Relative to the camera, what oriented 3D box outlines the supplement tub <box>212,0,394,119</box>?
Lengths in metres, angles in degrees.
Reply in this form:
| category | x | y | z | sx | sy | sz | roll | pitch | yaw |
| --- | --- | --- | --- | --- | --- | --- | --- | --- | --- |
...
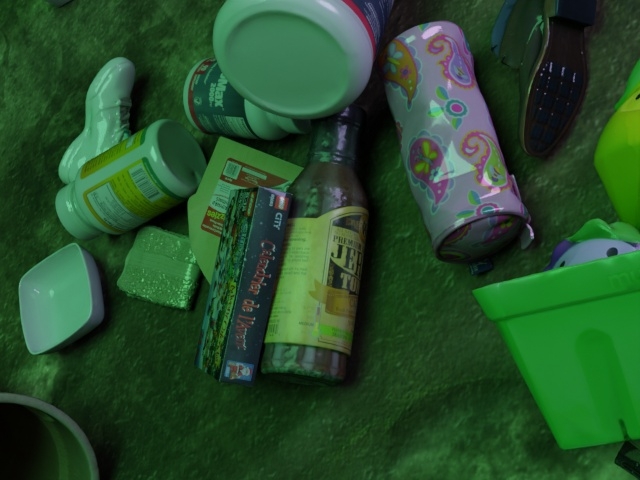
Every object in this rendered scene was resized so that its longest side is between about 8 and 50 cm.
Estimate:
| category | x | y | z | sx | sy | sz | roll | pitch | yaw |
| --- | --- | --- | --- | --- | --- | --- | --- | --- | --- |
| supplement tub | -0.007 | -0.298 | 1.347 | 0.191 | 0.191 | 0.272 | -15 | 40 | 32 |

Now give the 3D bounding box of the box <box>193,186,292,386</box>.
| category | x | y | z | sx | sy | sz | roll | pitch | yaw |
| --- | --- | --- | --- | --- | --- | --- | --- | --- | --- |
| box | -0.098 | 0.052 | 1.356 | 0.159 | 0.044 | 0.233 | -179 | 100 | -73 |

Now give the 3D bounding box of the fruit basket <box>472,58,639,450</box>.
| category | x | y | z | sx | sy | sz | roll | pitch | yaw |
| --- | --- | --- | --- | --- | --- | --- | --- | --- | --- |
| fruit basket | 0.344 | -0.020 | 1.019 | 0.392 | 0.283 | 0.392 | 1 | 92 | 32 |

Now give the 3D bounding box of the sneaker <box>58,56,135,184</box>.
| category | x | y | z | sx | sy | sz | roll | pitch | yaw |
| --- | --- | --- | --- | --- | --- | --- | --- | --- | --- |
| sneaker | -0.311 | -0.166 | 1.661 | 0.094 | 0.080 | 0.212 | 26 | 98 | 27 |

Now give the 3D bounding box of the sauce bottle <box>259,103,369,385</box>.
| category | x | y | z | sx | sy | sz | roll | pitch | yaw |
| --- | --- | --- | --- | --- | --- | --- | --- | --- | --- |
| sauce bottle | 0.000 | 0.000 | 1.341 | 0.111 | 0.111 | 0.344 | -1 | 75 | 36 |

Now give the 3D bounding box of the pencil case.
| category | x | y | z | sx | sy | sz | roll | pitch | yaw |
| --- | --- | --- | --- | --- | --- | --- | --- | --- | --- |
| pencil case | 0.151 | -0.111 | 1.269 | 0.124 | 0.124 | 0.284 | -29 | 60 | 26 |

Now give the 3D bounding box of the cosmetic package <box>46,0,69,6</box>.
| category | x | y | z | sx | sy | sz | roll | pitch | yaw |
| --- | --- | --- | --- | --- | --- | --- | --- | --- | --- |
| cosmetic package | -0.339 | -0.590 | 1.791 | 0.377 | 0.097 | 0.284 | -21 | 66 | 29 |

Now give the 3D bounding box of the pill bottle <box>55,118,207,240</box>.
| category | x | y | z | sx | sy | sz | roll | pitch | yaw |
| --- | --- | --- | --- | --- | --- | --- | --- | --- | --- |
| pill bottle | -0.272 | -0.078 | 1.564 | 0.208 | 0.117 | 0.117 | -26 | 61 | 27 |

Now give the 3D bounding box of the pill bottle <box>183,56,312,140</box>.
| category | x | y | z | sx | sy | sz | roll | pitch | yaw |
| --- | --- | --- | --- | --- | --- | --- | --- | --- | --- |
| pill bottle | -0.085 | -0.189 | 1.471 | 0.180 | 0.108 | 0.108 | 9 | 80 | 38 |

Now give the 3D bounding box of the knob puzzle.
| category | x | y | z | sx | sy | sz | roll | pitch | yaw |
| --- | --- | --- | --- | --- | --- | --- | --- | --- | --- |
| knob puzzle | -0.096 | -0.021 | 1.466 | 0.213 | 0.030 | 0.213 | -5 | 79 | 27 |

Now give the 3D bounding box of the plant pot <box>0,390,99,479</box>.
| category | x | y | z | sx | sy | sz | roll | pitch | yaw |
| --- | --- | --- | --- | --- | --- | --- | --- | --- | --- |
| plant pot | -0.518 | 0.309 | 1.515 | 0.305 | 0.334 | 0.333 | 26 | 91 | 51 |

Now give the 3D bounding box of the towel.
| category | x | y | z | sx | sy | sz | roll | pitch | yaw |
| --- | --- | --- | --- | --- | --- | --- | --- | --- | --- |
| towel | -0.221 | 0.037 | 1.545 | 0.148 | 0.027 | 0.110 | 14 | 84 | 39 |

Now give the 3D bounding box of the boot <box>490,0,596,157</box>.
| category | x | y | z | sx | sy | sz | roll | pitch | yaw |
| --- | --- | --- | --- | --- | --- | --- | --- | --- | --- |
| boot | 0.246 | -0.202 | 1.270 | 0.106 | 0.082 | 0.219 | 10 | 84 | 60 |

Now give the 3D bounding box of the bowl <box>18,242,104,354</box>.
| category | x | y | z | sx | sy | sz | roll | pitch | yaw |
| --- | --- | --- | --- | --- | --- | --- | --- | --- | --- |
| bowl | -0.373 | 0.091 | 1.622 | 0.142 | 0.053 | 0.142 | -31 | 58 | 25 |

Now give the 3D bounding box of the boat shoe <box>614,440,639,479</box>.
| category | x | y | z | sx | sy | sz | roll | pitch | yaw |
| --- | --- | --- | --- | --- | --- | --- | --- | --- | --- |
| boat shoe | 0.343 | 0.240 | 1.048 | 0.049 | 0.056 | 0.152 | -58 | 42 | 12 |
